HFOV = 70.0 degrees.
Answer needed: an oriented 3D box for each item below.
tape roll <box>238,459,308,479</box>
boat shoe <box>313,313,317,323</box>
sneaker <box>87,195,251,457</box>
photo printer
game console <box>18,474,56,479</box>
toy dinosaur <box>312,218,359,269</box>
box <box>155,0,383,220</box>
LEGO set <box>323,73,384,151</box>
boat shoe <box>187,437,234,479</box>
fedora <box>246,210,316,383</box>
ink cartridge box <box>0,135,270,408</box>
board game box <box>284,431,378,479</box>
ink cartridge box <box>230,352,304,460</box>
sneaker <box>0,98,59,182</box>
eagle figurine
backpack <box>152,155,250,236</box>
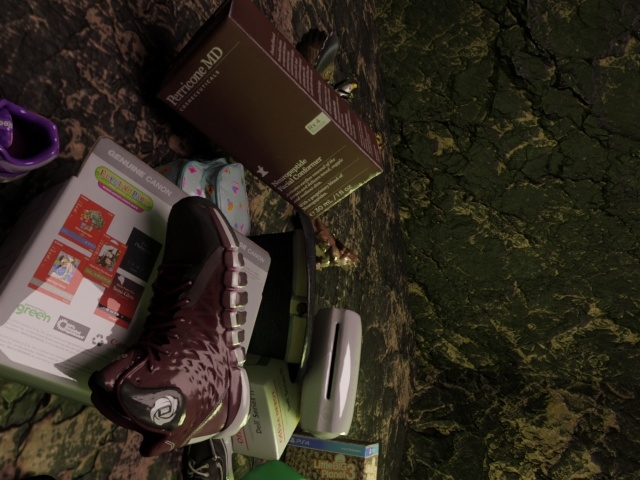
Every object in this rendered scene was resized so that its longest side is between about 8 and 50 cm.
[{"bbox_3d":[-0.137,0.603,0.896,0.321,0.077,0.322,-35,135,-44],"label":"tape roll"},{"bbox_3d":[-0.012,0.326,1.394,0.075,0.064,0.206,-8,98,-69],"label":"boat shoe"},{"bbox_3d":[-0.165,0.089,0.485,0.162,0.106,0.282,-5,84,-50],"label":"sneaker"},{"bbox_3d":[0.024,0.288,0.982,0.308,0.106,0.256,89,9,-67],"label":"photo printer"},{"bbox_3d":[-0.397,0.291,0.416,0.361,0.043,0.214,34,59,-66],"label":"game console"},{"bbox_3d":[0.000,0.000,1.369,0.296,0.127,0.200,63,24,-27],"label":"toy dinosaur"},{"bbox_3d":[-0.074,-0.224,0.834,0.381,0.191,0.143,38,32,-31],"label":"box"},{"bbox_3d":[-0.013,-0.271,1.106,0.254,0.331,0.192,19,69,-47],"label":"LEGO set"},{"bbox_3d":[-0.210,0.420,0.856,0.070,0.077,0.220,-50,137,-61],"label":"boat shoe"},{"bbox_3d":[-0.101,0.107,0.893,0.334,0.152,0.335,-176,-90,-82],"label":"fedora"},{"bbox_3d":[-0.235,0.072,0.591,0.309,0.129,0.272,41,50,-38],"label":"ink cartridge box"},{"bbox_3d":[0.022,0.694,1.246,0.141,0.231,0.291,44,48,-62],"label":"board game box"},{"bbox_3d":[-0.118,0.339,1.038,0.353,0.119,0.207,-48,135,-60],"label":"ink cartridge box"},{"bbox_3d":[-0.359,-0.112,0.437,0.236,0.104,0.095,0,91,-68],"label":"sneaker"},{"bbox_3d":[0.001,-0.397,1.231,0.225,0.226,0.299,-56,133,-37],"label":"eagle figurine"},{"bbox_3d":[-0.207,-0.060,0.779,0.188,0.144,0.166,-29,118,-65],"label":"backpack"}]
